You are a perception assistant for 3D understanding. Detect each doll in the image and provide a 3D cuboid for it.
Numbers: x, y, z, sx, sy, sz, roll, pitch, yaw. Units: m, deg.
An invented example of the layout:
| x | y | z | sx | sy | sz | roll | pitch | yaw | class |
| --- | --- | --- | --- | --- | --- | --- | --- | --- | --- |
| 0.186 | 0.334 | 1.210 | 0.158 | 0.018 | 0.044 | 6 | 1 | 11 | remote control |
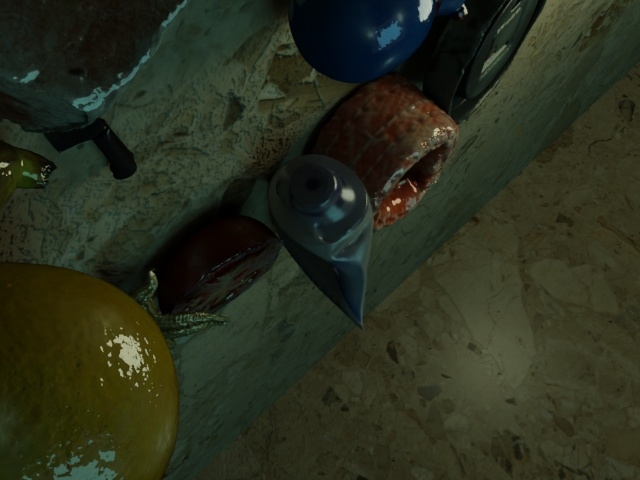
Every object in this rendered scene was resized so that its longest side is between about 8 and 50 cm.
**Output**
| x | y | z | sx | sy | sz | roll | pitch | yaw | class |
| --- | --- | --- | --- | --- | --- | --- | --- | --- | --- |
| 0.081 | -0.284 | 0.820 | 0.257 | 0.161 | 0.215 | -38 | -162 | -27 | doll |

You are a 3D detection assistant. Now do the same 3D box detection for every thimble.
| x | y | z | sx | sy | sz | roll | pitch | yaw | class |
| --- | --- | --- | --- | --- | --- | --- | --- | --- | --- |
| 0.103 | -0.145 | 1.225 | 0.239 | 0.162 | 0.239 | -42 | 161 | -18 | thimble |

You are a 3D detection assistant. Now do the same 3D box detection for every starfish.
| x | y | z | sx | sy | sz | roll | pitch | yaw | class |
| --- | --- | --- | --- | --- | --- | --- | --- | --- | --- |
| -0.249 | 0.117 | 1.040 | 0.235 | 0.062 | 0.277 | 7 | 146 | -31 | starfish |

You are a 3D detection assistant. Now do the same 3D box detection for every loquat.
| x | y | z | sx | sy | sz | roll | pitch | yaw | class |
| --- | --- | --- | --- | --- | --- | --- | --- | --- | --- |
| -0.290 | 0.192 | 0.668 | 0.328 | 0.360 | 0.328 | -8 | 146 | -6 | loquat |

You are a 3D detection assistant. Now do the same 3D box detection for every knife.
| x | y | z | sx | sy | sz | roll | pitch | yaw | class |
| --- | --- | --- | --- | --- | --- | --- | --- | --- | --- |
| -0.237 | -0.112 | 0.715 | 0.060 | 0.028 | 0.230 | -30 | 160 | -6 | knife |

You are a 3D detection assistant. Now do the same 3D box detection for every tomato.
| x | y | z | sx | sy | sz | roll | pitch | yaw | class |
| --- | --- | --- | --- | --- | --- | --- | --- | --- | --- |
| -0.166 | 0.042 | 1.148 | 0.225 | 0.085 | 0.225 | -39 | 167 | -11 | tomato |

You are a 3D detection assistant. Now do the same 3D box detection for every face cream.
| x | y | z | sx | sy | sz | roll | pitch | yaw | class |
| --- | --- | --- | --- | --- | --- | --- | --- | --- | --- |
| 0.000 | 0.000 | 1.205 | 0.137 | 0.235 | 0.420 | -40 | 162 | -14 | face cream |

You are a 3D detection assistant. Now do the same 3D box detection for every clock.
| x | y | z | sx | sy | sz | roll | pitch | yaw | class |
| --- | --- | --- | --- | --- | --- | --- | --- | --- | --- |
| 0.286 | -0.349 | 1.252 | 0.325 | 0.067 | 0.325 | -49 | 163 | -21 | clock |

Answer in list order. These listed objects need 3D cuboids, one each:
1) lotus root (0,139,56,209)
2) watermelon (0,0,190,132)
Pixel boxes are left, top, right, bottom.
| x | y | z | sx | sy | sz | roll | pitch | yaw | class |
| --- | --- | --- | --- | --- | --- | --- | --- | --- | --- |
| -0.311 | -0.035 | 0.604 | 0.190 | 0.094 | 0.108 | -43 | -172 | -36 | lotus root |
| -0.182 | -0.161 | 0.402 | 0.213 | 0.201 | 0.261 | -53 | 160 | -2 | watermelon |
